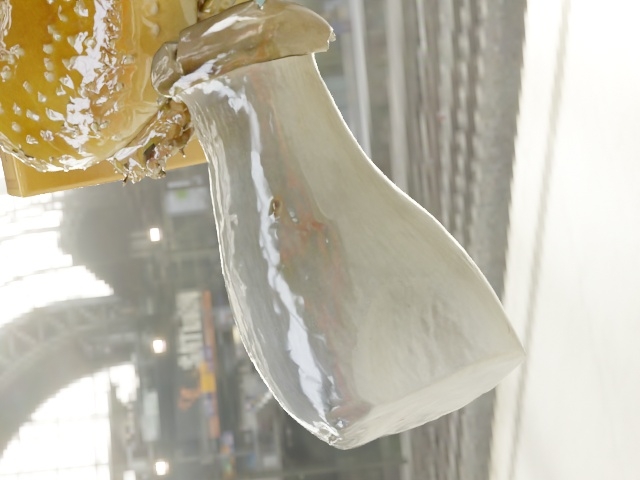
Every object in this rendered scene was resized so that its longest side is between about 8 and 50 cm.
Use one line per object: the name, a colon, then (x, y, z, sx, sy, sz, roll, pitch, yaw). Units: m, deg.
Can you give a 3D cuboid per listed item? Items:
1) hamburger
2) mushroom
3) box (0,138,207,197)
hamburger: (-0.118, -0.116, 0.664, 0.118, 0.182, 0.191, -24, -89, -46)
mushroom: (0.000, 0.000, 0.615, 0.225, 0.116, 0.093, 57, -167, -9)
box: (-0.162, -0.180, 0.962, 0.076, 0.174, 0.274, -173, 72, -67)
